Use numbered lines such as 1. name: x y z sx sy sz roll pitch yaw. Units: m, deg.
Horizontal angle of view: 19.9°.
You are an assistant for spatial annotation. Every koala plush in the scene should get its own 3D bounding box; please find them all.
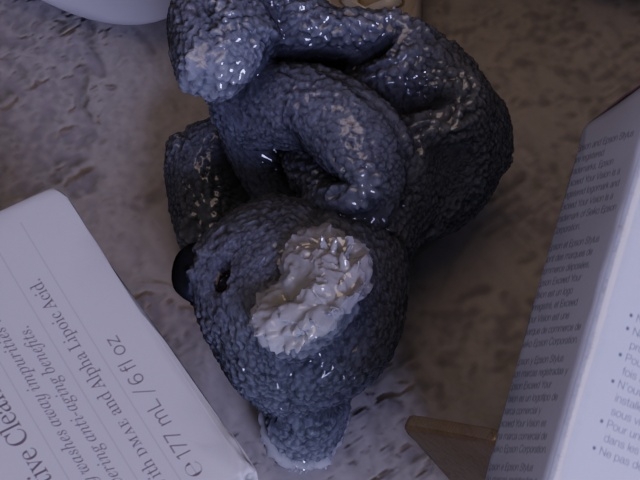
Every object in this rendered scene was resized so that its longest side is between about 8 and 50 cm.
1. koala plush: 0.000 0.000 0.991 0.203 0.196 0.221 8 55 1

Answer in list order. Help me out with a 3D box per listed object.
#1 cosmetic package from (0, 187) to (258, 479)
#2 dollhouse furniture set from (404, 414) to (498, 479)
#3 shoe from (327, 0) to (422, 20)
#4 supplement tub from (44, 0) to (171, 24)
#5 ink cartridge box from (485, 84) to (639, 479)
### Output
1. cosmetic package: -0.247 0.161 0.912 0.385 0.156 0.217 -27 59 -19
2. dollhouse furniture set: 0.189 0.011 0.930 0.198 0.151 0.301 4 56 46
3. shoe: 0.030 -0.170 1.167 0.077 0.058 0.219 2 58 9
4. supplement tub: -0.109 -0.297 1.187 0.191 0.191 0.272 14 60 16
5. ink cartridge box: 0.236 0.075 0.763 0.324 0.071 0.330 23 76 -20
